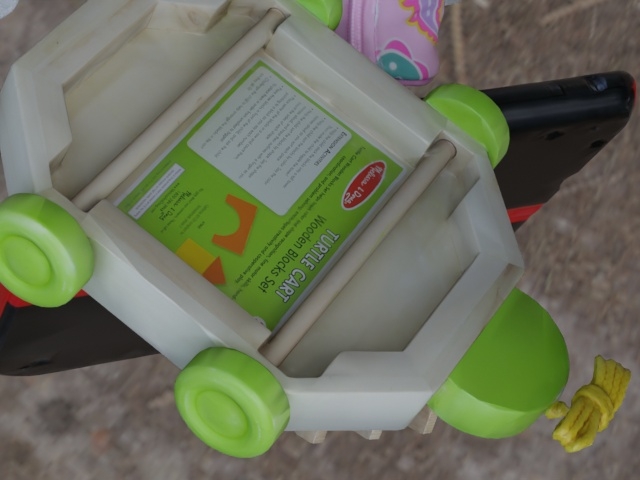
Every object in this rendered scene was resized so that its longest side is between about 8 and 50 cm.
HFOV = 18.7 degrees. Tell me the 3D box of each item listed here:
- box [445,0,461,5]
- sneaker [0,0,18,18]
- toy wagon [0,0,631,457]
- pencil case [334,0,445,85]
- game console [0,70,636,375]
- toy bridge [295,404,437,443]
[{"bbox_3d":[0.062,-0.286,1.797,0.137,0.072,0.126,7,104,17],"label":"box"},{"bbox_3d":[-0.290,-0.282,1.786,0.158,0.061,0.065,-57,45,16],"label":"sneaker"},{"bbox_3d":[0.000,0.000,0.995,0.344,0.267,0.068,38,138,3],"label":"toy wagon"},{"bbox_3d":[0.024,-0.231,1.119,0.124,0.124,0.284,11,112,13],"label":"pencil case"},{"bbox_3d":[-0.028,-0.013,1.254,0.342,0.386,0.060,128,128,-60],"label":"game console"},{"bbox_3d":[0.049,0.146,1.740,0.026,0.188,0.063,29,105,35],"label":"toy bridge"}]
